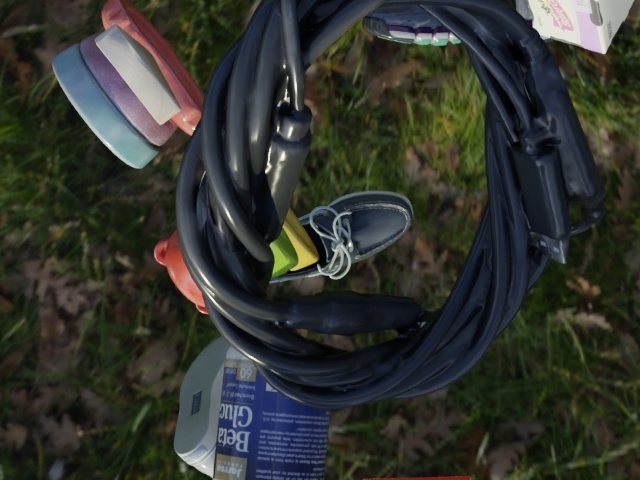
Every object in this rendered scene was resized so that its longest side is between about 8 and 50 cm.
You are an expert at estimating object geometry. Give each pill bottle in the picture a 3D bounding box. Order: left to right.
[{"bbox_3d":[-0.041,0.176,1.028,0.094,0.094,0.169,5,83,4],"label":"pill bottle"}]

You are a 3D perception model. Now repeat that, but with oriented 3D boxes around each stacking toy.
[{"bbox_3d":[-0.142,-0.057,1.092,0.130,0.279,0.309,-36,97,5],"label":"stacking toy"}]

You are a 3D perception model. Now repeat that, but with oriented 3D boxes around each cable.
[{"bbox_3d":[0.019,-0.023,0.421,0.150,0.047,0.184,-35,131,-3],"label":"cable"}]

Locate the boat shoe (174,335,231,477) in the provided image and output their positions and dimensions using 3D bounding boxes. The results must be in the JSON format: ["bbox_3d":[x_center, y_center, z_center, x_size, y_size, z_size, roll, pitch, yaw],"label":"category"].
[{"bbox_3d":[-0.131,0.215,1.572,0.079,0.227,0.081,-29,118,23],"label":"boat shoe"}]

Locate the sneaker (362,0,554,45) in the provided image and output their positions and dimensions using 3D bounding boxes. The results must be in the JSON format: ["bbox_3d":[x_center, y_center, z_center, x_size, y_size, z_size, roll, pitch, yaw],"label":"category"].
[{"bbox_3d":[0.151,-0.261,1.297,0.224,0.083,0.098,-4,109,-18],"label":"sneaker"}]

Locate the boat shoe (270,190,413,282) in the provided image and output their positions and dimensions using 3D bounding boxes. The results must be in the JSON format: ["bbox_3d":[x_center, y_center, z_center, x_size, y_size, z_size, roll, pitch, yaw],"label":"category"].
[{"bbox_3d":[0.000,0.000,1.571,0.254,0.079,0.095,-12,105,-2],"label":"boat shoe"}]

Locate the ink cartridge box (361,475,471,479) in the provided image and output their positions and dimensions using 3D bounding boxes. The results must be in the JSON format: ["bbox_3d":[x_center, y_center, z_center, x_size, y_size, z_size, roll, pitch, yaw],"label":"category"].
[{"bbox_3d":[0.057,0.298,1.169,0.145,0.179,0.045,-12,138,42],"label":"ink cartridge box"}]

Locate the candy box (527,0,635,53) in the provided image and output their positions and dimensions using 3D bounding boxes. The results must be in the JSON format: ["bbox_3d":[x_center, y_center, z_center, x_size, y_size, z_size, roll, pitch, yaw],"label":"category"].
[{"bbox_3d":[0.232,-0.278,0.975,0.070,0.165,0.196,24,74,29],"label":"candy box"}]
